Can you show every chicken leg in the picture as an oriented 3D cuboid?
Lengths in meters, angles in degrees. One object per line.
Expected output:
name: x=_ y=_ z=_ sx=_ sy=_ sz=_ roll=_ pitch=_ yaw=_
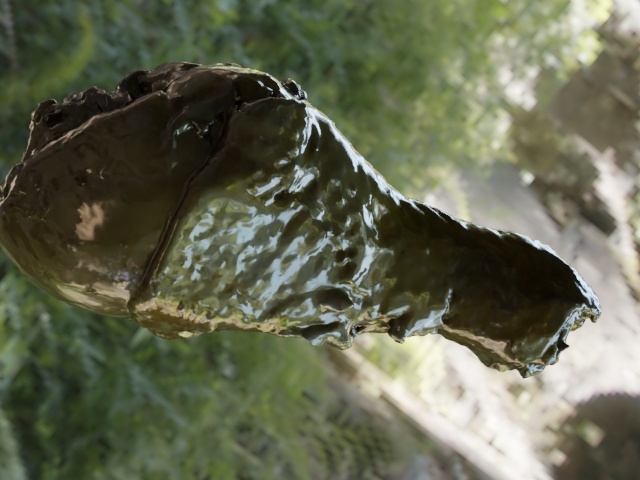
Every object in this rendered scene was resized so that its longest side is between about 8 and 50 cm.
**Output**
chicken leg: x=0.001 y=0.000 z=0.569 sx=0.069 sy=0.198 sz=0.085 roll=0 pitch=-106 yaw=69
